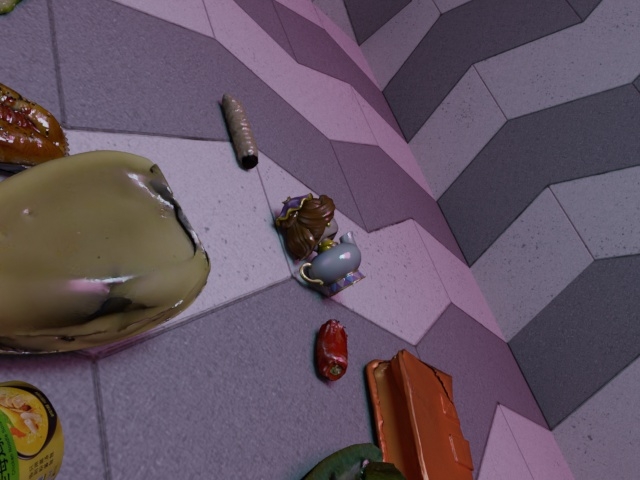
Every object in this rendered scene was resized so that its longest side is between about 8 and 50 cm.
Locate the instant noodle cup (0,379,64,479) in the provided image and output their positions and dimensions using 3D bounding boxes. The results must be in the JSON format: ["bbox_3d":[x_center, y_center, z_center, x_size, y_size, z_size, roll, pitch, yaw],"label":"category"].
[{"bbox_3d":[-0.317,0.198,0.417,0.151,0.151,0.122,63,16,11],"label":"instant noodle cup"}]

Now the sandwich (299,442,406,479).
[{"bbox_3d":[0.080,0.479,0.739,0.250,0.162,0.301,10,49,-50],"label":"sandwich"}]

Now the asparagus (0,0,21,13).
[{"bbox_3d":[-0.538,-0.429,0.821,0.045,0.041,0.178,32,36,-26],"label":"asparagus"}]

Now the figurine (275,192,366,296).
[{"bbox_3d":[0.000,0.000,1.147,0.189,0.142,0.263,-25,82,-40],"label":"figurine"}]

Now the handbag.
[{"bbox_3d":[0.245,0.471,1.079,0.303,0.116,0.410,37,33,-39],"label":"handbag"}]

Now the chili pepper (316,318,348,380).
[{"bbox_3d":[0.026,0.235,1.013,0.070,0.073,0.123,7,37,-2],"label":"chili pepper"}]

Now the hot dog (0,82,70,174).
[{"bbox_3d":[-0.467,-0.167,0.621,0.268,0.075,0.144,25,38,-50],"label":"hot dog"}]

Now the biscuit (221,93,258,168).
[{"bbox_3d":[-0.202,-0.277,1.196,0.061,0.055,0.219,47,20,-62],"label":"biscuit"}]

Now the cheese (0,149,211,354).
[{"bbox_3d":[-0.309,0.019,0.597,0.259,0.128,0.316,52,40,7],"label":"cheese"}]
